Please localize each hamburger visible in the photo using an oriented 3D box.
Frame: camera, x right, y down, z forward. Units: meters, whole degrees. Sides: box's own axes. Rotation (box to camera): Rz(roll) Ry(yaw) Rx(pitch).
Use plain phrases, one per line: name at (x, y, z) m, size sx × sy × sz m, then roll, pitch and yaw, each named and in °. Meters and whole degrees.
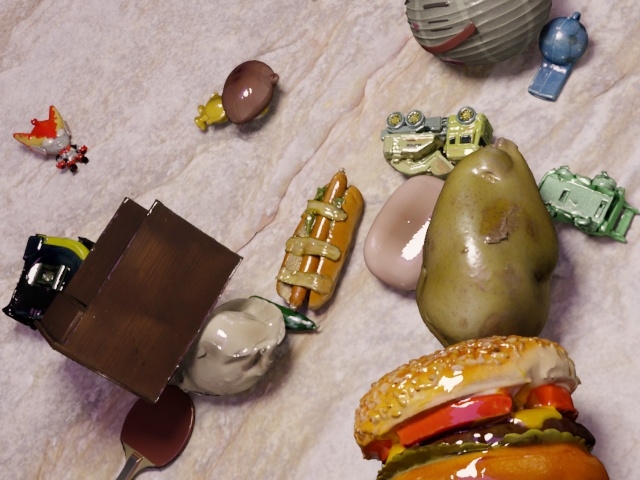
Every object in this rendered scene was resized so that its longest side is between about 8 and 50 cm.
hamburger at (0.213, 0.277, 1.278) m, size 0.330 × 0.330 × 0.250 m, roll -16°, pitch 63°, yaw 15°

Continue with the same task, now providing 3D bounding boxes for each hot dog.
hot dog at (0.000, 0.000, 1.632) m, size 0.109 × 0.072 × 0.269 m, roll 13°, pitch 74°, yaw 24°

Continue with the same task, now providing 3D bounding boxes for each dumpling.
dumpling at (-0.160, 0.169, 1.596) m, size 0.247 × 0.142 × 0.172 m, roll -20°, pitch 40°, yaw 31°

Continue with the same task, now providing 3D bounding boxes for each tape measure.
tape measure at (-0.490, 0.079, 1.775) m, size 0.186 × 0.112 × 0.199 m, roll 6°, pitch 71°, yaw 22°

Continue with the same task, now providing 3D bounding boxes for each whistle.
whistle at (0.408, -0.326, 1.602) m, size 0.090 × 0.090 × 0.158 m, roll 24°, pitch 78°, yaw 29°

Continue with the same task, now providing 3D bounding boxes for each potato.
potato at (0.254, 0.011, 1.425) m, size 0.202 × 0.218 × 0.350 m, roll -7°, pitch 74°, yaw 49°

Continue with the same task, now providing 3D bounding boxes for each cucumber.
cucumber at (-0.069, 0.130, 1.622) m, size 0.155 × 0.037 × 0.037 m, roll 20°, pitch 76°, yaw 29°

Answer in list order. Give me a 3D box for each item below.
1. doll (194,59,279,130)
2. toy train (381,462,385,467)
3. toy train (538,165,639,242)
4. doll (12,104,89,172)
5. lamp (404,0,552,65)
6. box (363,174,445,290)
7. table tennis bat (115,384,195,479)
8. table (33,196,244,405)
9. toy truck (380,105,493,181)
doll at (-0.157, -0.280, 1.815) m, size 0.188 × 0.096 × 0.145 m, roll -7°, pitch 47°, yaw 47°
toy train at (0.129, 0.389, 1.426) m, size 0.071 × 0.038 × 0.147 m, roll -8°, pitch 66°, yaw 19°
toy train at (0.418, -0.057, 1.487) m, size 0.149 × 0.081 × 0.099 m, roll 19°, pitch 76°, yaw 34°
doll at (-0.553, -0.204, 1.957) m, size 0.169 × 0.057 × 0.109 m, roll 42°, pitch 72°, yaw 17°
lamp at (0.264, -0.417, 1.610) m, size 0.233 × 0.233 × 0.265 m, roll -57°, pitch 26°, yaw -9°
box at (0.160, -0.013, 1.561) m, size 0.146 × 0.088 × 0.200 m, roll 29°, pitch 80°, yaw 28°
table tennis bat at (-0.301, 0.353, 1.627) m, size 0.130 × 0.019 × 0.220 m, roll 26°, pitch 78°, yaw 29°
table at (-0.312, 0.089, 1.586) m, size 0.282 × 0.196 × 0.250 m, roll -58°, pitch 21°, yaw -9°
toy truck at (0.195, -0.158, 1.612) m, size 0.191 × 0.085 × 0.116 m, roll -1°, pitch 69°, yaw 24°
